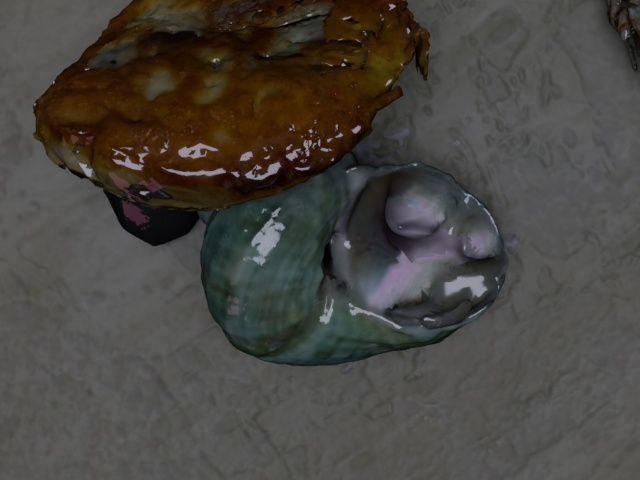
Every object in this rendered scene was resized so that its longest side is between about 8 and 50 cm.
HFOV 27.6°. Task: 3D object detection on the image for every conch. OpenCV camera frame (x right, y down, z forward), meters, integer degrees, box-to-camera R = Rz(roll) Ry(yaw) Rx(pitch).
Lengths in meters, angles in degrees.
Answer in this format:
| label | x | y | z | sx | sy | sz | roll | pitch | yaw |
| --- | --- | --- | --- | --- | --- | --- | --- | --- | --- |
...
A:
| label | x | y | z | sx | sy | sz | roll | pitch | yaw |
| --- | --- | --- | --- | --- | --- | --- | --- | --- | --- |
| conch | 0.000 | 0.000 | 1.060 | 0.277 | 0.195 | 0.220 | 41 | 90 | 15 |

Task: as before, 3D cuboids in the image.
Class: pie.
| label | x | y | z | sx | sy | sz | roll | pitch | yaw |
| --- | --- | --- | --- | --- | --- | --- | --- | --- | --- |
| pie | -0.062 | -0.134 | 1.017 | 0.308 | 0.308 | 0.085 | -12 | 129 | 5 |

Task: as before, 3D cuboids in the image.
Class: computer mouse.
| label | x | y | z | sx | sy | sz | roll | pitch | yaw |
| --- | --- | --- | --- | --- | --- | --- | --- | --- | --- |
| computer mouse | -0.139 | -0.080 | 1.115 | 0.099 | 0.057 | 0.172 | 3 | 95 | 0 |

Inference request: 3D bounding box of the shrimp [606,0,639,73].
| label | x | y | z | sx | sy | sz | roll | pitch | yaw |
| --- | --- | --- | --- | --- | --- | --- | --- | --- | --- |
| shrimp | 0.277 | -0.175 | 1.062 | 0.079 | 0.090 | 0.233 | -20 | 83 | -27 |
